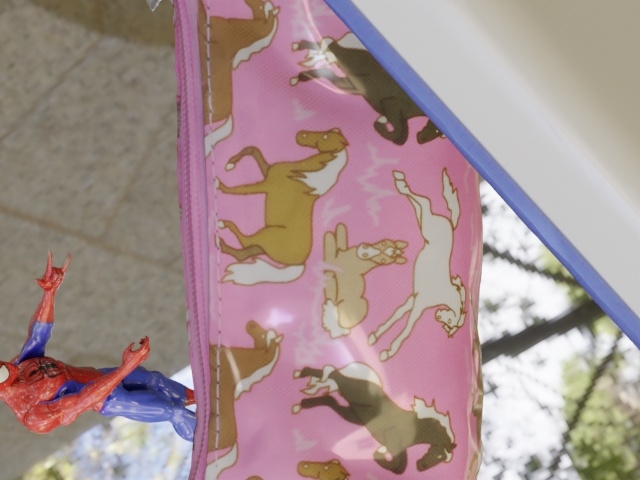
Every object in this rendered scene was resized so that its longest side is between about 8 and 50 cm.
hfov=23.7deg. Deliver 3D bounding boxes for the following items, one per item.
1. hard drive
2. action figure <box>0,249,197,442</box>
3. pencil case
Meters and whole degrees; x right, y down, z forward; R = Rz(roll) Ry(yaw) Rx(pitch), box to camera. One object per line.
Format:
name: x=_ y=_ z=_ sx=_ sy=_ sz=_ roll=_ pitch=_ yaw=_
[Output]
hard drive: x=0.111 y=-0.047 z=0.498 sx=0.318 sy=0.040 sz=0.210 roll=47 pitch=-147 yaw=-5
action figure: x=-0.156 y=0.098 z=1.278 sx=0.280 sy=0.139 sz=0.091 roll=7 pitch=-152 yaw=-39
pencil case: x=0.000 y=0.000 z=0.793 sx=0.160 sy=0.167 sz=0.386 roll=-12 pitch=-80 yaw=-77
